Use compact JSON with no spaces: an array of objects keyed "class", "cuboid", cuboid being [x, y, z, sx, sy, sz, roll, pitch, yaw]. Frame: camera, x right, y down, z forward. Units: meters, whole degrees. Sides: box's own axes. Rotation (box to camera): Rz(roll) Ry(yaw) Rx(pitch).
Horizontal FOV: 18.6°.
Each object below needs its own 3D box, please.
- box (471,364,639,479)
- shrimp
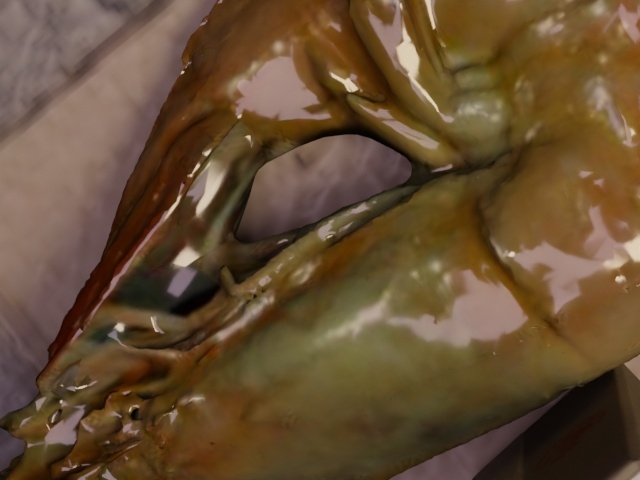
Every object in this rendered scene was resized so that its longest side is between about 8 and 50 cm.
[{"class":"box","cuboid":[0.119,0.128,0.472,0.058,0.141,0.201,-43,91,8]},{"class":"shrimp","cuboid":[0.000,0.000,0.515,0.267,0.061,0.145,-38,79,19]}]
